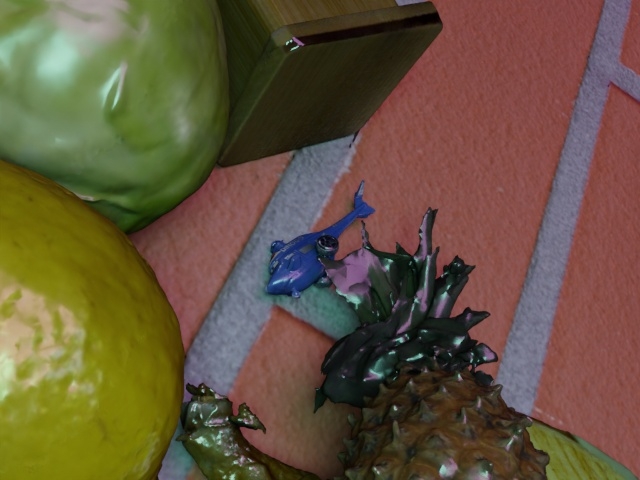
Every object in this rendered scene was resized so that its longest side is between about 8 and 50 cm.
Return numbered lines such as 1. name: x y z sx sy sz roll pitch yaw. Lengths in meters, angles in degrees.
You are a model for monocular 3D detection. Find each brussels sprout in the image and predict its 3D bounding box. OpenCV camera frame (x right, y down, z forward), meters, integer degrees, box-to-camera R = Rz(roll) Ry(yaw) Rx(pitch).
1. brussels sprout: -0.212 -0.154 0.684 0.317 0.242 0.273 29 78 -7

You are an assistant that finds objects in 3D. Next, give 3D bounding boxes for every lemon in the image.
1. lemon: -0.222 0.072 0.534 0.284 0.260 0.260 32 50 18

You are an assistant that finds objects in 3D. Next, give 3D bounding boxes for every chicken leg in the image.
1. chicken leg: -0.037 0.208 0.662 0.227 0.088 0.103 46 65 -4

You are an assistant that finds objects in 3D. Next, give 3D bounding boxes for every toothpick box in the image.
1. toothpick box: -0.063 -0.258 0.851 0.188 0.190 0.308 -19 71 -33

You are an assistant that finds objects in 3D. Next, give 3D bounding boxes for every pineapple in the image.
1. pineapple: 0.073 0.110 0.691 0.166 0.165 0.364 21 28 -17

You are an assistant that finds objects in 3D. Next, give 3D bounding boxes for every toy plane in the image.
1. toy plane: 0.000 0.000 0.825 0.062 0.054 0.167 31 49 22

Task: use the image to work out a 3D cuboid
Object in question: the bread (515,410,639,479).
1. bread: 0.189 0.254 0.718 0.301 0.045 0.301 16 28 -9
